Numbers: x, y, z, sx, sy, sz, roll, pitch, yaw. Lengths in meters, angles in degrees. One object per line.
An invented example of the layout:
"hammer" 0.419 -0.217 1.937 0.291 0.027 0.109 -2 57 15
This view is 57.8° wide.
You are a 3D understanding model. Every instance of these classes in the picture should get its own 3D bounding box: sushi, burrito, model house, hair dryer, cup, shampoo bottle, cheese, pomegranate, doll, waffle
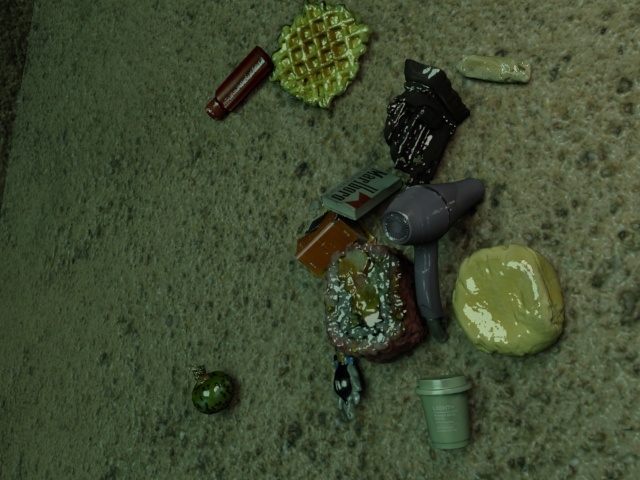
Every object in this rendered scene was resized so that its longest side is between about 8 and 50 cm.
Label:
"sushi" 0.120 0.140 1.319 0.236 0.171 0.270 -18 66 32
"burrito" 0.394 -0.396 1.329 0.188 0.045 0.058 22 85 40
"model house" 0.000 0.000 1.462 0.219 0.136 0.207 -42 59 21
"hair dryer" 0.252 0.046 1.242 0.121 0.301 0.361 12 114 41
"cup" 0.262 0.352 1.198 0.120 0.120 0.141 -15 79 33
"shampoo bottle" -0.260 -0.485 1.821 0.260 0.064 0.102 -41 58 21
"cheese" 0.372 0.124 1.173 0.214 0.117 0.226 -17 73 39
"pomegranate" -0.305 0.400 1.583 0.122 0.122 0.161 -25 104 29
"doll" 0.061 0.325 1.378 0.096 0.070 0.195 -32 53 44
"waffle" -0.004 -0.528 1.642 0.317 0.073 0.297 35 105 30

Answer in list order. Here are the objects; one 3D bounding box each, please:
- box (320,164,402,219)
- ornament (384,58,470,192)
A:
"box" 0.100 -0.121 1.411 0.115 0.177 0.036 26 138 36
"ornament" 0.216 -0.233 1.301 0.106 0.251 0.260 25 86 37
